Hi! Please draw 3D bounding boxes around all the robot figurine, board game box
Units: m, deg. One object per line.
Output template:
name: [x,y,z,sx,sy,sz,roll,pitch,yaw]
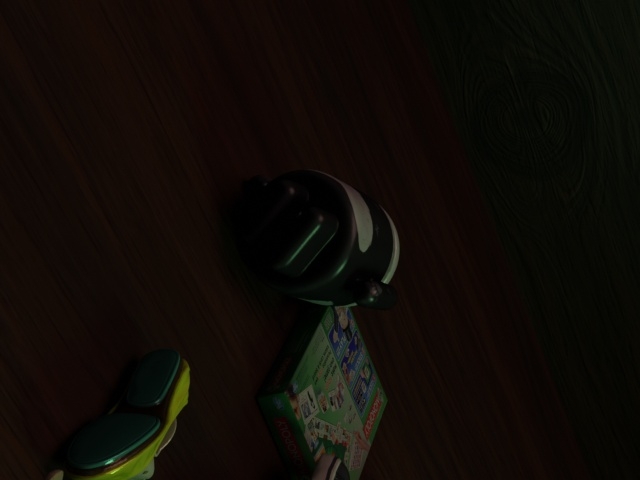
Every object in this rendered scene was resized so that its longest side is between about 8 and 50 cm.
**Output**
robot figurine: [0.000,0.003,1.554,0.278,0.173,0.209,21,59,-65]
board game box: [0.011,0.224,1.604,0.317,0.046,0.213,-59,131,-62]

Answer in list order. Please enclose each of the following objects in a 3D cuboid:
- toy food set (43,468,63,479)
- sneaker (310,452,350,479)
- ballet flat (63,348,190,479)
toy food set: [-0.283,0.245,0.825,0.218,0.071,0.128,-16,115,-67]
sneaker: [0.012,0.398,1.333,0.321,0.127,0.126,-71,177,-48]
ballet flat: [-0.178,0.190,1.115,0.231,0.077,0.077,-61,149,-64]
